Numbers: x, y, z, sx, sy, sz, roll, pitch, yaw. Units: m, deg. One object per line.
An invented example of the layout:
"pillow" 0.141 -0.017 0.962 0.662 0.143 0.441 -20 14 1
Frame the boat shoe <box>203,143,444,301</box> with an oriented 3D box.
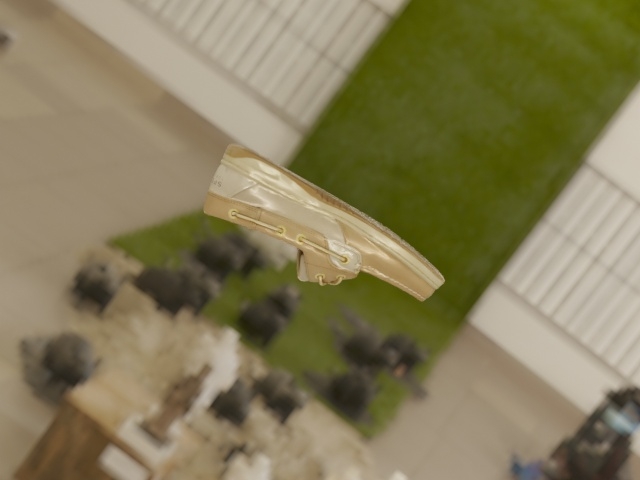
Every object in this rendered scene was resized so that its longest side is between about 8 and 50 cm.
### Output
"boat shoe" 0.000 0.000 1.251 0.170 0.059 0.063 31 4 -6
